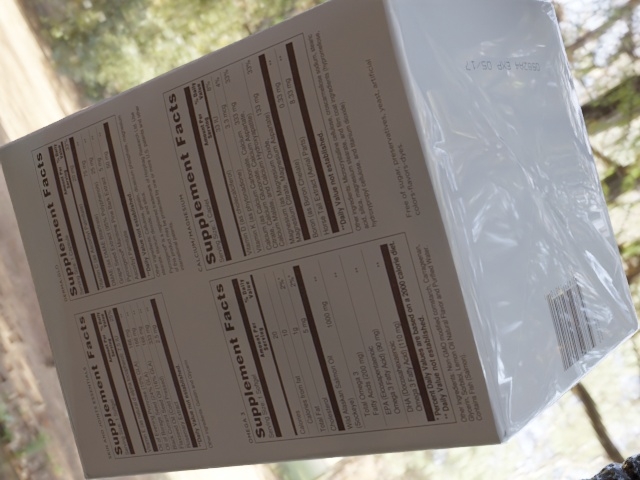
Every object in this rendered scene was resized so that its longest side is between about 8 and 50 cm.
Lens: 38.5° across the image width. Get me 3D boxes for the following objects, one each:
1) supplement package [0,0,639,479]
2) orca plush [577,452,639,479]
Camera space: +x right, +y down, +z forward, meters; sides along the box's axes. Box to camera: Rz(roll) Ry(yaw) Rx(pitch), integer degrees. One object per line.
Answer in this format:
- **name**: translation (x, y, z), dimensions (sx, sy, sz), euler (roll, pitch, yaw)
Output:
- **supplement package**: translation (0.000, 0.000, 0.512), dimensions (0.199, 0.262, 0.198), euler (-15, 91, -55)
- **orca plush**: translation (0.164, 0.218, 0.674), dimensions (0.102, 0.287, 0.151), euler (42, 20, 21)
